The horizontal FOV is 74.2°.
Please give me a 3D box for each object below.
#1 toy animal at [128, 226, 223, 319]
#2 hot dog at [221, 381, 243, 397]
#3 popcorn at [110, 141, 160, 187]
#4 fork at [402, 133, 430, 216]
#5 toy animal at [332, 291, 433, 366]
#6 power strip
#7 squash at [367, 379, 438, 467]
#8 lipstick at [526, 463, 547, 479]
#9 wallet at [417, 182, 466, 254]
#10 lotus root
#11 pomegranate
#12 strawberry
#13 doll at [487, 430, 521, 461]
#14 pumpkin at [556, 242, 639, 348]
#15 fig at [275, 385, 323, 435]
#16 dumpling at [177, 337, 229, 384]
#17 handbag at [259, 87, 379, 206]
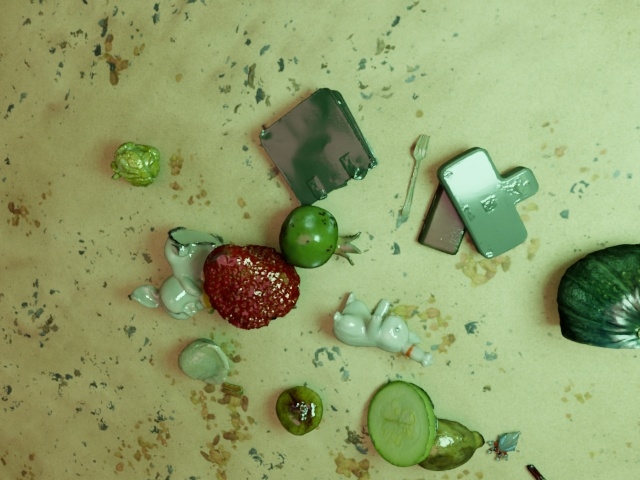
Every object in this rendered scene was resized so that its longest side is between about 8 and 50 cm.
[{"bbox_3d":[-0.421,0.118,1.299,0.247,0.182,0.310,28,111,17],"label":"toy animal"},{"bbox_3d":[-0.289,0.492,1.395,0.083,0.021,0.037,12,82,19],"label":"hot dog"},{"bbox_3d":[-0.570,-0.231,1.308,0.162,0.141,0.136,-27,87,-19],"label":"popcorn"},{"bbox_3d":[0.245,-0.168,1.108,0.034,0.028,0.220,16,103,11],"label":"fork"},{"bbox_3d":[0.171,0.236,1.145,0.282,0.140,0.139,7,110,20],"label":"toy animal"},{"bbox_3d":[0.422,-0.105,1.024,0.193,0.059,0.265,-29,101,11],"label":"power strip"},{"bbox_3d":[0.216,0.498,1.155,0.219,0.041,0.219,-25,53,39],"label":"squash"},{"bbox_3d":[0.616,0.671,1.128,0.027,0.027,0.176,-43,84,19],"label":"lipstick"},{"bbox_3d":[0.335,-0.068,1.094,0.110,0.031,0.198,20,104,13],"label":"wallet"},{"bbox_3d":[0.338,0.551,1.151,0.213,0.138,0.139,-12,95,8],"label":"lotus root"},{"bbox_3d":[0.000,0.000,1.149,0.224,0.181,0.182,17,105,-7],"label":"pomegranate"},{"bbox_3d":[-0.200,0.130,1.183,0.260,0.257,0.261,1,94,22],"label":"strawberry"},{"bbox_3d":[0.498,0.548,1.140,0.114,0.039,0.057,-60,37,25],"label":"doll"},{"bbox_3d":[0.665,0.108,0.898,0.292,0.263,0.197,-11,89,19],"label":"pumpkin"},{"bbox_3d":[-0.066,0.508,1.270,0.152,0.121,0.136,12,64,35],"label":"fig"},{"bbox_3d":[-0.368,0.393,1.355,0.215,0.126,0.166,-38,102,17],"label":"dumpling"},{"bbox_3d":[-0.005,-0.246,1.152,0.247,0.079,0.260,-29,92,22],"label":"handbag"}]
